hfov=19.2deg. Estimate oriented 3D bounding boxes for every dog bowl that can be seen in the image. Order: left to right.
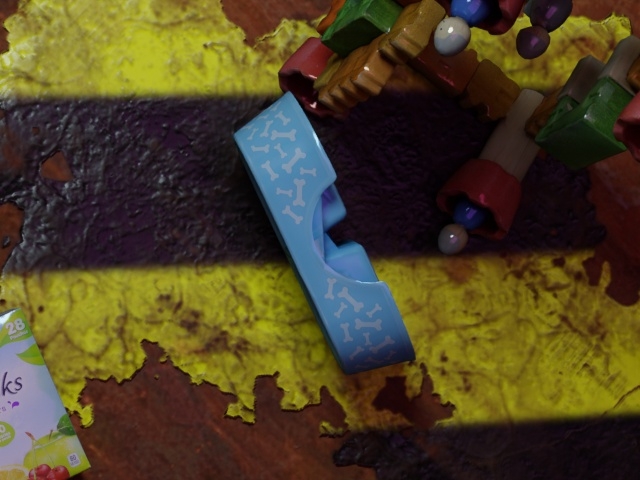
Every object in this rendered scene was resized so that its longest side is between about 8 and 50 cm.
[{"bbox_3d":[0.000,0.000,1.893,0.074,0.166,0.297,-25,95,-3],"label":"dog bowl"}]

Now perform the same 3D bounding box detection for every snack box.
[{"bbox_3d":[-0.353,0.183,1.829,0.207,0.070,0.174,-23,93,-16],"label":"snack box"}]

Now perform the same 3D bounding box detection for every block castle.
[{"bbox_3d":[0.160,-0.153,1.788,0.303,0.453,0.213,36,71,-13],"label":"block castle"}]
